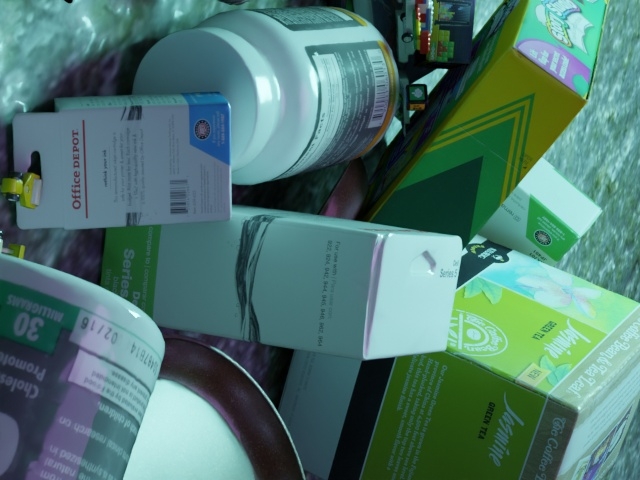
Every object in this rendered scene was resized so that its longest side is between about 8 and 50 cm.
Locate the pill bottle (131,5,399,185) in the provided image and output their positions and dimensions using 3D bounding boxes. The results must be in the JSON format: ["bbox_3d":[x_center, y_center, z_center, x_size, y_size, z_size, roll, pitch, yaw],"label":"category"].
[{"bbox_3d":[-0.049,-0.138,1.626,0.278,0.162,0.162,-17,113,-61],"label":"pill bottle"}]

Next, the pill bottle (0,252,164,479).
[{"bbox_3d":[-0.259,0.204,1.246,0.204,0.204,0.361,48,54,-58],"label":"pill bottle"}]

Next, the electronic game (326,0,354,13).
[{"bbox_3d":[0.068,-0.271,1.958,0.229,0.048,0.229,-31,125,-58],"label":"electronic game"}]

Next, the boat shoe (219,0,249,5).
[{"bbox_3d":[-0.044,-0.358,1.627,0.097,0.117,0.324,44,53,-56],"label":"boat shoe"}]

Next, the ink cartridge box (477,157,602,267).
[{"bbox_3d":[0.221,-0.006,2.133,0.208,0.153,0.087,-53,175,40],"label":"ink cartridge box"}]

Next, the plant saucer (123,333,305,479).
[{"bbox_3d":[-0.123,0.240,1.596,0.311,0.050,0.310,30,50,-42],"label":"plant saucer"}]

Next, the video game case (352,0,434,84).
[{"bbox_3d":[0.093,-0.275,1.926,0.183,0.023,0.201,-34,124,-49],"label":"video game case"}]

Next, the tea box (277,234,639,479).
[{"bbox_3d":[0.173,0.161,1.947,0.329,0.324,0.220,-31,141,-59],"label":"tea box"}]

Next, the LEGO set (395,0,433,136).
[{"bbox_3d":[0.103,-0.204,1.777,0.244,0.060,0.182,-87,175,-78],"label":"LEGO set"}]

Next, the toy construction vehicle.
[{"bbox_3d":[-0.264,-0.027,1.367,0.098,0.035,0.085,14,80,-61],"label":"toy construction vehicle"}]

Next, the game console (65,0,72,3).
[{"bbox_3d":[-0.215,-0.265,1.344,0.107,0.071,0.122,-61,148,-36],"label":"game console"}]

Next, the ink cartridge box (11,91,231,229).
[{"bbox_3d":[-0.168,-0.068,1.449,0.060,0.180,0.104,-126,-145,-70],"label":"ink cartridge box"}]

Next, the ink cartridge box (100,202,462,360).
[{"bbox_3d":[-0.034,0.032,1.577,0.198,0.273,0.114,1,97,-64],"label":"ink cartridge box"}]

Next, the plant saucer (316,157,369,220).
[{"bbox_3d":[0.000,0.000,1.792,0.198,0.036,0.198,-59,-179,1],"label":"plant saucer"}]

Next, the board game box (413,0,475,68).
[{"bbox_3d":[0.137,-0.273,1.865,0.141,0.048,0.170,-140,-126,-84],"label":"board game box"}]

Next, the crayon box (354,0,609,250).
[{"bbox_3d":[0.170,-0.121,1.867,0.313,0.106,0.363,-50,-174,26],"label":"crayon box"}]
